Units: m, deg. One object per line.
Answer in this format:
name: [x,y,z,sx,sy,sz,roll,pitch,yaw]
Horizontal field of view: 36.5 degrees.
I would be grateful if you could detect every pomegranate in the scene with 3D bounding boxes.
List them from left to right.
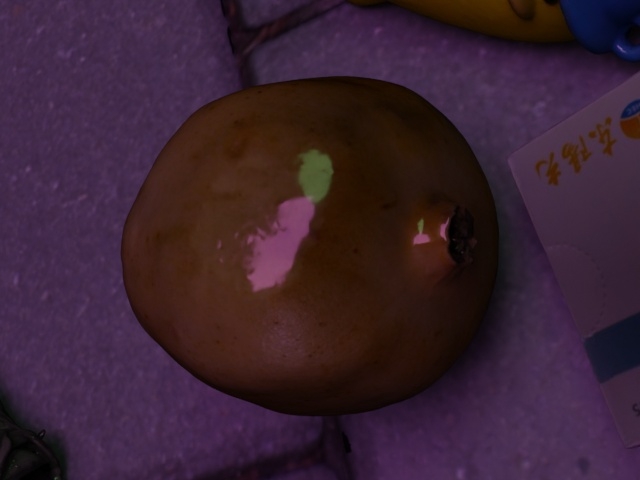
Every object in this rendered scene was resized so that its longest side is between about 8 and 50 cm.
pomegranate: [-0.004,0.001,0.615,0.233,0.233,0.233,-6,77,26]

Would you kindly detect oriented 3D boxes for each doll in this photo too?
doll: [0.082,-0.230,0.673,0.363,0.145,0.199,40,139,19]

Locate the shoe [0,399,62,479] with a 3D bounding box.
shoe: [-0.269,0.184,0.782,0.098,0.103,0.275,-39,71,14]

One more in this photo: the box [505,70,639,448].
box: [0.277,-0.042,0.504,0.343,0.065,0.200,-34,64,37]
